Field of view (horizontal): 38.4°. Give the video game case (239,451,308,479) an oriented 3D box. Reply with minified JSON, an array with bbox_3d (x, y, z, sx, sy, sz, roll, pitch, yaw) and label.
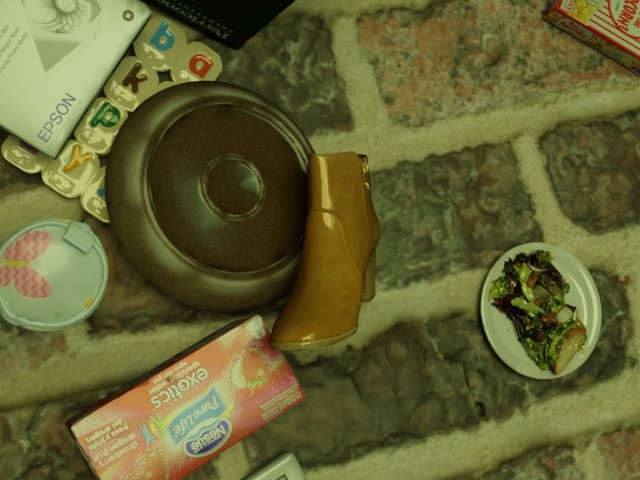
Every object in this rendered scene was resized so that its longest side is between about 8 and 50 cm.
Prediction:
[{"bbox_3d":[-0.103,0.477,1.140,0.329,0.036,0.299,-29,91,-20],"label":"video game case"}]

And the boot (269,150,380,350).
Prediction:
[{"bbox_3d":[0.001,0.000,1.125,0.104,0.295,0.211,-2,103,20],"label":"boot"}]

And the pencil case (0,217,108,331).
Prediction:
[{"bbox_3d":[-0.301,0.033,1.023,0.124,0.273,0.113,-40,101,-12],"label":"pencil case"}]

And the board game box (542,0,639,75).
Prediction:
[{"bbox_3d":[0.460,-0.369,1.444,0.194,0.045,0.146,26,75,-13],"label":"board game box"}]

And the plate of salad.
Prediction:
[{"bbox_3d":[0.325,0.100,1.327,0.200,0.048,0.199,3,81,-17],"label":"plate of salad"}]

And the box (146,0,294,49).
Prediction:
[{"bbox_3d":[-0.167,-0.502,1.011,0.480,0.472,0.297,26,76,-20],"label":"box"}]

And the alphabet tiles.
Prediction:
[{"bbox_3d":[-0.265,-0.174,1.195,0.284,0.021,0.277,33,74,-10],"label":"alphabet tiles"}]

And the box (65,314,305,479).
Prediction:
[{"bbox_3d":[-0.165,0.205,1.112,0.257,0.128,0.122,-30,91,-20],"label":"box"}]

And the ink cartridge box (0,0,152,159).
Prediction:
[{"bbox_3d":[-0.354,-0.248,1.099,0.224,0.045,0.223,32,83,-12],"label":"ink cartridge box"}]

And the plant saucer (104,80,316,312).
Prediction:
[{"bbox_3d":[-0.119,-0.064,1.182,0.311,0.050,0.310,6,77,-26],"label":"plant saucer"}]
